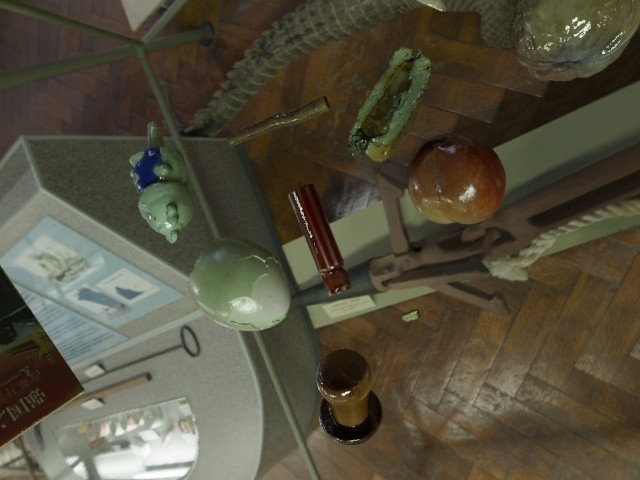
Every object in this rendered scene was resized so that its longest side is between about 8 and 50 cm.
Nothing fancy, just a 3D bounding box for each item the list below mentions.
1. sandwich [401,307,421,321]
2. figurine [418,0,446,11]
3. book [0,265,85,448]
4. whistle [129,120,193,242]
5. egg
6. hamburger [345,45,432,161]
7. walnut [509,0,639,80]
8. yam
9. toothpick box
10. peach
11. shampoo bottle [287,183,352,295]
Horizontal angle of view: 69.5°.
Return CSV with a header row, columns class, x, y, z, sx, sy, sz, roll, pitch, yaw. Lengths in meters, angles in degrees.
class,x,y,z,sx,sy,sz,roll,pitch,yaw
sandwich,0.291,0.230,1.430,0.031,0.044,0.083,65,152,7
figurine,0.125,-0.673,0.843,0.378,0.266,0.361,21,123,4
book,-0.717,0.246,0.960,0.374,0.262,0.028,51,150,7
whistle,-0.276,-0.103,0.797,0.110,0.092,0.244,121,135,-57
egg,-0.246,0.144,1.475,0.336,0.278,0.278,24,114,12
hamburger,0.182,-0.334,1.222,0.132,0.211,0.309,28,83,8
walnut,0.523,-0.466,0.966,0.248,0.248,0.248,8,105,33
yam,-0.125,-0.335,1.318,0.327,0.045,0.045,-15,131,24
toothpick box,0.080,0.452,1.324,0.192,0.192,0.294,20,139,30
peach,0.349,-0.162,1.203,0.252,0.252,0.252,8,105,33
shampoo bottle,0.000,0.000,1.088,0.260,0.064,0.102,69,164,2
